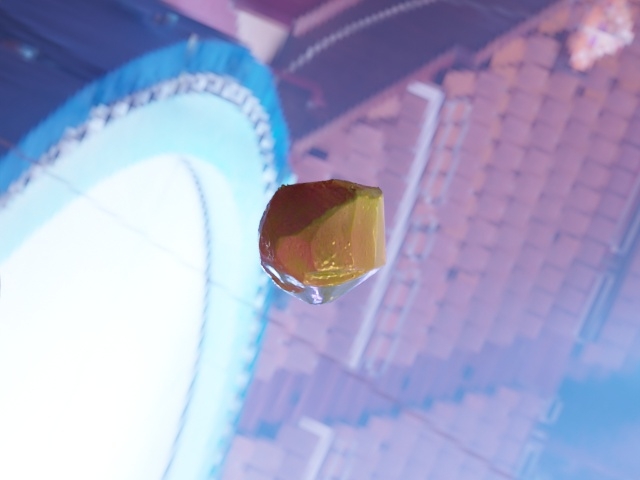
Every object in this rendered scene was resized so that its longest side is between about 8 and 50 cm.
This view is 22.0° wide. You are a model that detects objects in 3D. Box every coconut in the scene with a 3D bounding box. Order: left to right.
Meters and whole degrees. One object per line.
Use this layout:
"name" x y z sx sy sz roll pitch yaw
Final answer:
"coconut" 0.000 0.000 1.025 0.083 0.082 0.081 -25 120 -60
